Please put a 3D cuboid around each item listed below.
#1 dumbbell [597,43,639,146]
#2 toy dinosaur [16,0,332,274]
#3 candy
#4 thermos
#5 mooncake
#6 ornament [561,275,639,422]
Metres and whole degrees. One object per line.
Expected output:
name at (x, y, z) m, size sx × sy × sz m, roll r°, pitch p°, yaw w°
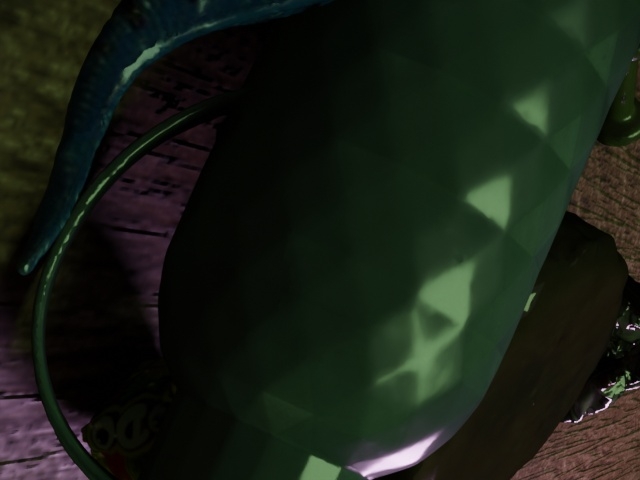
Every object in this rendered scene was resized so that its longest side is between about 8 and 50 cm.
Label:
dumbbell at (0.225, -0.123, 0.818) m, size 0.046 × 0.052 × 0.118 m, roll -25°, pitch 144°, yaw -6°
toy dinosaur at (0.003, -0.130, 0.366) m, size 0.329 × 0.144 × 0.076 m, roll -37°, pitch 151°, yaw -16°
candy at (-0.049, 0.123, 0.585) m, size 0.077 × 0.073 × 0.262 m, roll -64°, pitch 161°, yaw -16°
thermos at (0.000, 0.000, 0.435) m, size 0.286 × 0.182 × 0.145 m, roll -64°, pitch -171°, yaw -11°
mooncake at (0.083, 0.070, 0.690) m, size 0.228 × 0.124 × 0.228 m, roll -38°, pitch 148°, yaw -29°
ornament at (0.179, 0.096, 0.880) m, size 0.196 × 0.166 × 0.153 m, roll -50°, pitch 154°, yaw 13°
